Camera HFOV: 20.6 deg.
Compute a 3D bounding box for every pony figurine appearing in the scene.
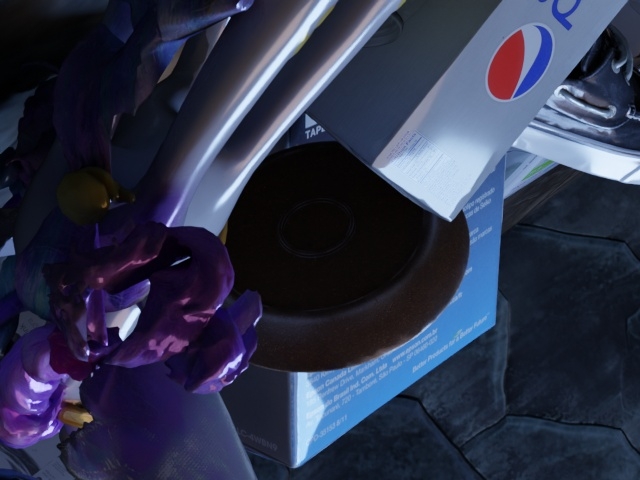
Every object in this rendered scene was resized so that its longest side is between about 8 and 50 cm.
[{"bbox_3d":[-0.097,0.001,0.806,0.363,0.303,0.351,-60,173,20],"label":"pony figurine"}]

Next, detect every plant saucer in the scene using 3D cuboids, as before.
[{"bbox_3d":[0.000,0.000,1.002,0.168,0.168,0.029,-36,142,-19],"label":"plant saucer"}]

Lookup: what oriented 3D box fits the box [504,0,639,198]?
[{"bbox_3d":[0.251,-0.179,1.610,0.262,0.127,0.231,-31,167,-41],"label":"box"}]

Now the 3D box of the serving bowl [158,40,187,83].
[{"bbox_3d":[-0.094,-0.088,0.993,0.083,0.027,0.083,-37,170,-8],"label":"serving bowl"}]

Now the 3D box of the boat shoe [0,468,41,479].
[{"bbox_3d":[-0.237,0.146,0.949,0.089,0.258,0.109,48,62,-41],"label":"boat shoe"}]

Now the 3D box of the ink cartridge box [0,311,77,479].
[{"bbox_3d":[-0.219,0.152,1.235,0.218,0.158,0.092,-36,172,-22],"label":"ink cartridge box"}]

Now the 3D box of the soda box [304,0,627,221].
[{"bbox_3d":[0.108,-0.158,0.955,0.286,0.098,0.091,-51,142,6],"label":"soda box"}]

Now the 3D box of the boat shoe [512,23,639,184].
[{"bbox_3d":[0.197,-0.128,1.379,0.301,0.108,0.102,14,127,-23],"label":"boat shoe"}]

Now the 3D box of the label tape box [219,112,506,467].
[{"bbox_3d":[0.019,-0.056,1.210,0.249,0.115,0.347,-30,128,-44],"label":"label tape box"}]
